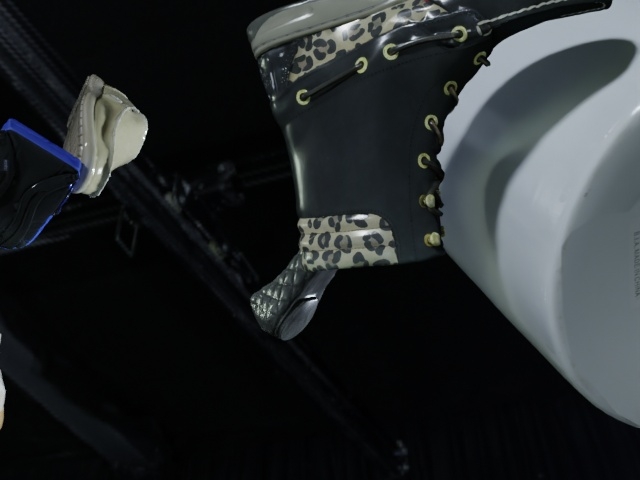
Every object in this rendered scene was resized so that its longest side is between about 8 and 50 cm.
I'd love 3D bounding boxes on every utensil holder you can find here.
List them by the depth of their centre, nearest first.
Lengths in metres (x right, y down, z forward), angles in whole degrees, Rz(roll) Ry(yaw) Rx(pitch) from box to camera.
[{"bbox_3d":[0.251,-0.069,0.753,0.327,0.385,0.328,-6,-65,-13],"label":"utensil holder"}]

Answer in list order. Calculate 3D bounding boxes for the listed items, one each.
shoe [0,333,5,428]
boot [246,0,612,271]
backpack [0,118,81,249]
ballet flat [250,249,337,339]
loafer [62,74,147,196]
[{"bbox_3d":[-0.256,0.071,0.553,0.076,0.058,0.219,5,2,-44],"label":"shoe"},{"bbox_3d":[0.078,-0.079,0.561,0.236,0.179,0.085,-9,1,15],"label":"boot"},{"bbox_3d":[-0.321,-0.055,0.921,0.098,0.101,0.120,33,-84,-18],"label":"backpack"},{"bbox_3d":[0.000,0.000,0.660,0.173,0.049,0.057,-55,-28,13],"label":"ballet flat"},{"bbox_3d":[-0.263,-0.131,1.068,0.092,0.268,0.102,20,-65,-20],"label":"loafer"}]
